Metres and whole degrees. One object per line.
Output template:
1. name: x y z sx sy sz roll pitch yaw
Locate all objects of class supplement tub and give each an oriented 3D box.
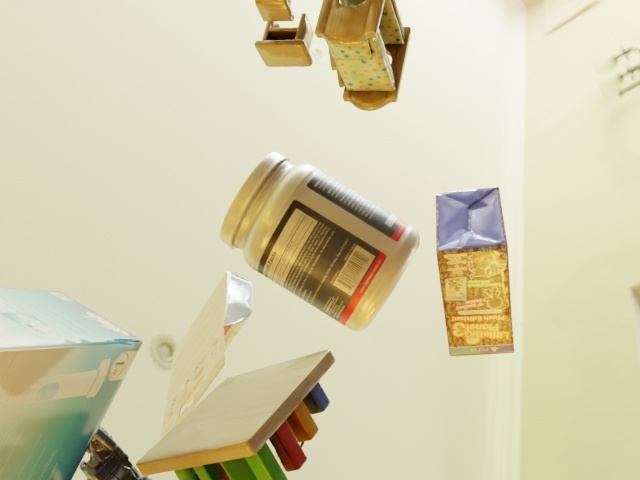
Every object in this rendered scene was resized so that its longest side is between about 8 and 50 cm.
1. supplement tub: 0.000 0.000 1.146 0.272 0.191 0.191 32 -145 5

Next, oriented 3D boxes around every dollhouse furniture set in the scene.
1. dollhouse furniture set: -0.014 -0.218 0.696 0.182 0.161 0.101 55 -136 -60

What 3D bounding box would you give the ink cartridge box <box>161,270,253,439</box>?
1. ink cartridge box: -0.274 0.300 1.799 0.091 0.308 0.385 27 -157 -20

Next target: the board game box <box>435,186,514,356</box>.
1. board game box: 0.338 0.068 1.593 0.232 0.141 0.291 -78 -21 -54

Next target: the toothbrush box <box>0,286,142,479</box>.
1. toothbrush box: -0.320 0.161 0.663 0.126 0.216 0.295 27 180 12

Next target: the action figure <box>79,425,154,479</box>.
1. action figure: -0.248 0.391 0.905 0.178 0.330 0.341 -43 -58 -31

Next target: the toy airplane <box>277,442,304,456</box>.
1. toy airplane: -0.081 0.363 1.457 0.028 0.151 0.151 3 -116 -47

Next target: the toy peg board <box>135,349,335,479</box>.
1. toy peg board: -0.069 0.199 0.734 0.161 0.161 0.079 -39 -76 -53
